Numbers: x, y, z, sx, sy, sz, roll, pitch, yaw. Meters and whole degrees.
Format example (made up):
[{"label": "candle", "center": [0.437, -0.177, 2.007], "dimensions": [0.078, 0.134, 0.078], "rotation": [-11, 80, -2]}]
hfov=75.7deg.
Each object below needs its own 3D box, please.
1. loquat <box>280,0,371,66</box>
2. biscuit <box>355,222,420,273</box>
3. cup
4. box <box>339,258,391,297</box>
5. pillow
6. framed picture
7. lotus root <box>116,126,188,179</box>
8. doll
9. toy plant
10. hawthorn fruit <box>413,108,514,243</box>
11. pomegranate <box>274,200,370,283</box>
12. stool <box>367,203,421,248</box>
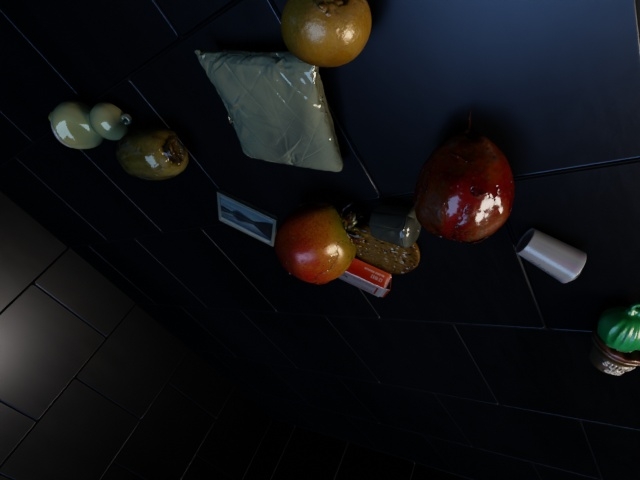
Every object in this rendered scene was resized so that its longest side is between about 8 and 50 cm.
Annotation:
[{"label": "loquat", "center": [0.007, -0.341, 0.643], "dimensions": [0.141, 0.141, 0.141], "rotation": [20, 144, 15]}, {"label": "biscuit", "center": [0.171, 0.021, 1.082], "dimensions": [0.188, 0.027, 0.187], "rotation": [19, 143, 15]}, {"label": "cup", "center": [0.468, 0.032, 0.853], "dimensions": [0.116, 0.074, 0.104], "rotation": [30, 174, 6]}, {"label": "box", "center": [0.091, 0.088, 1.178], "dimensions": [0.230, 0.050, 0.123], "rotation": [25, 165, 7]}, {"label": "pillow", "center": [-0.094, -0.271, 0.865], "dimensions": [0.275, 0.076, 0.280], "rotation": [15, 149, 26]}, {"label": "framed picture", "center": [-0.227, -0.066, 1.272], "dimensions": [0.203, 0.015, 0.150], "rotation": [26, 146, 6]}, {"label": "lotus root", "center": [-0.480, -0.235, 1.136], "dimensions": [0.278, 0.154, 0.154], "rotation": [8, 140, 36]}, {"label": "doll", "center": [-0.644, -0.332, 1.167], "dimensions": [0.297, 0.117, 0.141], "rotation": [-2, 130, 18]}, {"label": "toy plant", "center": [0.673, 0.212, 0.897], "dimensions": [0.143, 0.105, 0.200], "rotation": [12, 131, 11]}, {"label": "hawthorn fruit", "center": [0.252, -0.113, 0.742], "dimensions": [0.181, 0.181, 0.235], "rotation": [6, 119, 30]}, {"label": "pomegranate", "center": [0.000, 0.000, 1.029], "dimensions": [0.235, 0.210, 0.210], "rotation": [-22, 123, 23]}, {"label": "stool", "center": [0.172, -0.037, 0.951], "dimensions": [0.110, 0.096, 0.096], "rotation": [13, 143, 30]}]
